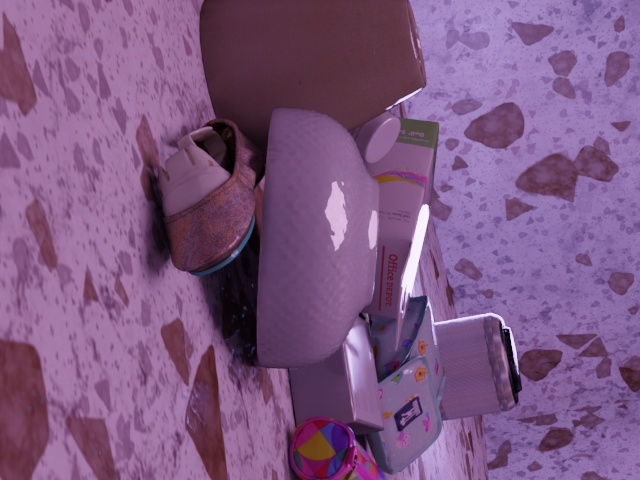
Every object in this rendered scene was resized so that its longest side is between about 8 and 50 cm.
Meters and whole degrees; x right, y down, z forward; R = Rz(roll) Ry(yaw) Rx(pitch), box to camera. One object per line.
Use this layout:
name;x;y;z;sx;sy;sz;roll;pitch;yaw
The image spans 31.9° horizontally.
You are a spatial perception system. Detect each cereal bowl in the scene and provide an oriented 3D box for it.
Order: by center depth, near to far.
cereal bowl;0.000;0.000;1.429;0.339;0.141;0.338;4;90;-89

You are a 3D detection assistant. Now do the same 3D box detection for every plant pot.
plant pot;0.003;-0.251;1.583;0.256;0.274;0.256;-12;90;-79

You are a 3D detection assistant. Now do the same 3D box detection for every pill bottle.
pill bottle;0.018;-0.210;1.752;0.215;0.117;0.117;37;-7;24

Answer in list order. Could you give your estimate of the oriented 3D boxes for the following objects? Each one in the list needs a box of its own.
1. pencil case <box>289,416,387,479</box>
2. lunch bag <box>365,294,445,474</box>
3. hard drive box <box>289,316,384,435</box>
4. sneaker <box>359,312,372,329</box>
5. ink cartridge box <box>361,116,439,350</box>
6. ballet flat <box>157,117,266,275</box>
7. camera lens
pencil case;0.031;0.330;1.590;0.236;0.105;0.104;59;22;-59
lunch bag;0.133;0.259;2.028;0.262;0.160;0.223;-69;151;-50
hard drive box;0.023;0.200;1.702;0.232;0.089;0.181;45;35;-71
sneaker;0.055;0.151;1.938;0.106;0.078;0.234;62;18;-49
ink cartridge box;0.108;-0.015;1.864;0.207;0.119;0.353;90;13;-48
ballet flat;-0.129;-0.062;1.242;0.106;0.108;0.316;58;11;-17
camera lens;0.300;0.287;2.501;0.219;0.274;0.219;-11;90;-79
